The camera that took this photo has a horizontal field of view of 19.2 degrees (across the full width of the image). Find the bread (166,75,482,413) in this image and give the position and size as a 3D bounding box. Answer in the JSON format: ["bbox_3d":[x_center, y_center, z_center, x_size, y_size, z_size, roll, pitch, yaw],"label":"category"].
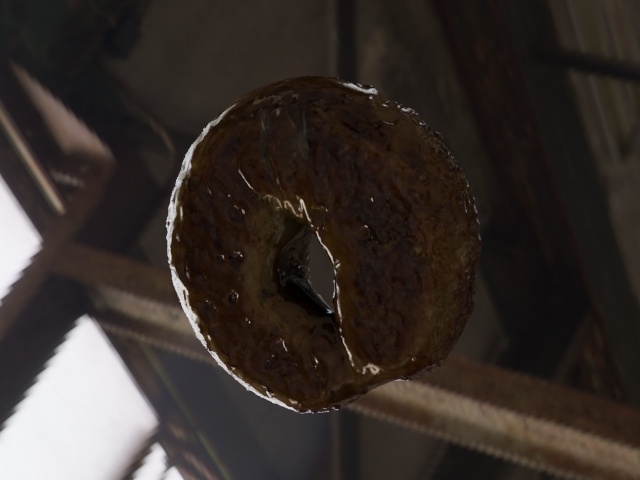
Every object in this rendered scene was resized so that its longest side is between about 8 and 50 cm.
[{"bbox_3d":[0.000,0.000,1.013,0.193,0.064,0.193,4,-82,31],"label":"bread"}]
